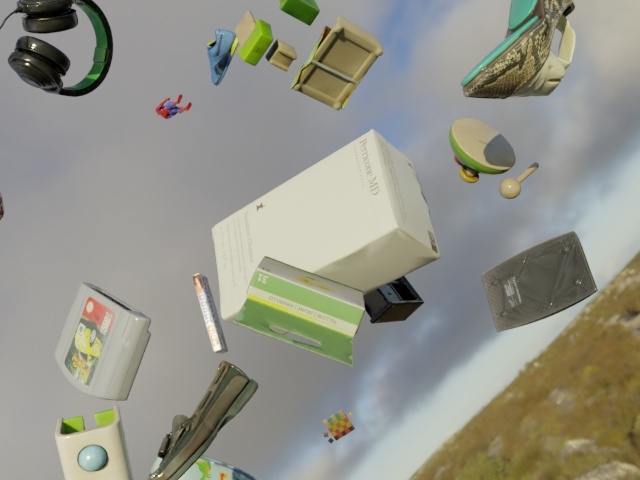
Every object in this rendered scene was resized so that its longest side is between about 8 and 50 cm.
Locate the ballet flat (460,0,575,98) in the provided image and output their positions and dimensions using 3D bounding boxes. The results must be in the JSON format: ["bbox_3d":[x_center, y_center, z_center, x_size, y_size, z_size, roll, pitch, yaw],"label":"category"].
[{"bbox_3d":[0.454,-0.413,1.512,0.164,0.182,0.482,-38,15,51],"label":"ballet flat"}]

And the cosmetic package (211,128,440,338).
[{"bbox_3d":[0.000,0.000,1.287,0.385,0.217,0.156,-32,-37,26],"label":"cosmetic package"}]

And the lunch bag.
[{"bbox_3d":[-0.238,0.496,1.480,0.176,0.219,0.090,115,176,-70],"label":"lunch bag"}]

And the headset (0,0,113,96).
[{"bbox_3d":[-0.665,-0.476,1.668,0.394,0.185,0.243,1,-79,-62],"label":"headset"}]

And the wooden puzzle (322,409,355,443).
[{"bbox_3d":[0.037,0.382,1.483,0.083,0.049,0.006,-36,-3,17],"label":"wooden puzzle"}]

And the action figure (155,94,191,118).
[{"bbox_3d":[-0.292,-0.260,1.403,0.038,0.115,0.030,34,-115,-33],"label":"action figure"}]

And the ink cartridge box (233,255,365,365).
[{"bbox_3d":[-0.023,0.092,1.025,0.235,0.171,0.056,-78,8,-83],"label":"ink cartridge box"}]

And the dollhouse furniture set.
[{"bbox_3d":[-0.029,-0.467,1.677,0.302,0.151,0.197,19,-56,-36],"label":"dollhouse furniture set"}]

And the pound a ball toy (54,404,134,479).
[{"bbox_3d":[-0.480,0.521,1.448,0.208,0.319,0.136,-10,13,-15],"label":"pound a ball toy"}]

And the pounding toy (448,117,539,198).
[{"bbox_3d":[0.406,-0.193,1.808,0.183,0.237,0.110,-42,-11,-46],"label":"pounding toy"}]

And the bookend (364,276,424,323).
[{"bbox_3d":[0.137,0.107,1.652,0.072,0.157,0.156,-47,-27,23],"label":"bookend"}]

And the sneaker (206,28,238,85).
[{"bbox_3d":[-0.297,-0.538,2.087,0.209,0.082,0.069,129,159,-55],"label":"sneaker"}]

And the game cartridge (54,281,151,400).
[{"bbox_3d":[-0.459,0.213,1.483,0.060,0.294,0.196,17,-90,-41],"label":"game cartridge"}]

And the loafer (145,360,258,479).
[{"bbox_3d":[-0.213,0.311,1.210,0.267,0.084,0.096,-45,-1,-45],"label":"loafer"}]

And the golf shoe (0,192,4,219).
[{"bbox_3d":[-0.782,-0.134,1.663,0.068,0.186,0.086,-20,16,6],"label":"golf shoe"}]

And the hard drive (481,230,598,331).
[{"bbox_3d":[0.509,0.102,1.668,0.255,0.172,0.054,-31,-35,34],"label":"hard drive"}]

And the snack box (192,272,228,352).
[{"bbox_3d":[-0.245,0.163,1.592,0.022,0.178,0.064,-19,-14,3],"label":"snack box"}]
